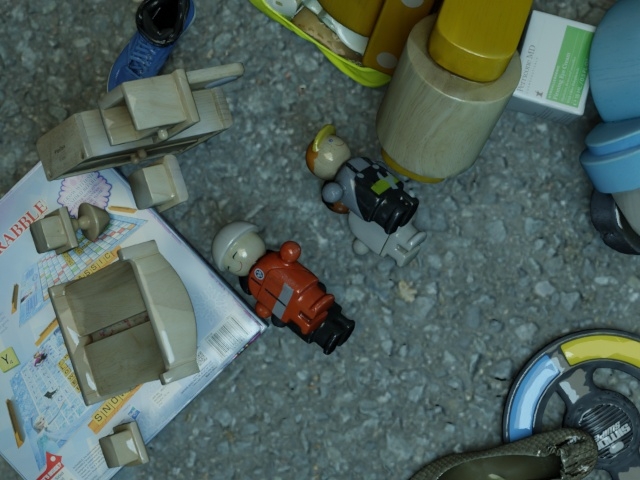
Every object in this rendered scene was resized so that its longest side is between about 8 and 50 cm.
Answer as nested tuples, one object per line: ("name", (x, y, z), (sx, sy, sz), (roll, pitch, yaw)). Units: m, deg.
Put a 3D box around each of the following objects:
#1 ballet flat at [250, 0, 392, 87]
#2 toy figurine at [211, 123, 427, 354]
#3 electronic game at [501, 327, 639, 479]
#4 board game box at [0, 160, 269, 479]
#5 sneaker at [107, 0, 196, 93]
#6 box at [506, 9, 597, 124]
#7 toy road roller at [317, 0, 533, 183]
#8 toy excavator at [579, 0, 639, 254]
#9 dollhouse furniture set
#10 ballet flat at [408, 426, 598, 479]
("ballet flat", (-0.003, -0.262, 1.342), (0.231, 0.077, 0.077), (39, 90, 2))
("toy figurine", (0.000, 0.000, 1.272), (0.148, 0.213, 0.209), (39, 87, 18))
("electronic game", (0.321, 0.215, 1.334), (0.229, 0.048, 0.229), (0, 88, 1))
("board game box", (-0.280, 0.094, 1.343), (0.318, 0.066, 0.318), (-43, 88, -1))
("sneaker", (-0.199, -0.223, 1.342), (0.058, 0.084, 0.152), (38, 90, 2))
("box", (0.260, -0.193, 1.322), (0.087, 0.102, 0.101), (16, 90, 4))
("toy road roller", (0.094, -0.248, 1.224), (0.240, 0.202, 0.329), (20, 55, -1))
("toy excavator", (0.411, -0.256, 1.215), (0.433, 0.222, 0.445), (-34, 101, -14))
("dollhouse furniture set", (-0.136, 0.032, 1.201), (0.173, 0.303, 0.356), (-17, 88, -36))
("ballet flat", (0.190, 0.271, 1.305), (0.250, 0.058, 0.084), (-23, 88, 18))
